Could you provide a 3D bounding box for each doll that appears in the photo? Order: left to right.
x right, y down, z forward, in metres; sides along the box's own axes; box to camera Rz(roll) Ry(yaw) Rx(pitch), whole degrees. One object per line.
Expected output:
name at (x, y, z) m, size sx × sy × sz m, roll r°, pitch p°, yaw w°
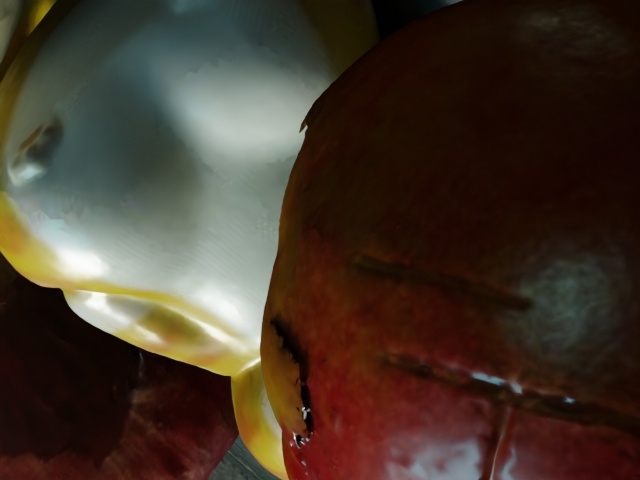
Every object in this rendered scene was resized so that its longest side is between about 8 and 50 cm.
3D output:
doll at (-0.006, -0.002, 0.589) m, size 0.269 × 0.167 × 0.162 m, roll 47°, pitch -170°, yaw -14°

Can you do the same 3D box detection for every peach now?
peach at (0.087, 0.026, 0.405) m, size 0.197 × 0.197 × 0.197 m, roll 37°, pitch 166°, yaw 11°

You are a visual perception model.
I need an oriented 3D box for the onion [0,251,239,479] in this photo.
onion at (-0.190, 0.010, 0.751) m, size 0.348 × 0.347 × 0.285 m, roll 39°, pitch 157°, yaw 3°

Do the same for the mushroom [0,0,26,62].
mushroom at (-0.243, -0.166, 0.573) m, size 0.314 × 0.314 × 0.336 m, roll 44°, pitch -162°, yaw -17°
